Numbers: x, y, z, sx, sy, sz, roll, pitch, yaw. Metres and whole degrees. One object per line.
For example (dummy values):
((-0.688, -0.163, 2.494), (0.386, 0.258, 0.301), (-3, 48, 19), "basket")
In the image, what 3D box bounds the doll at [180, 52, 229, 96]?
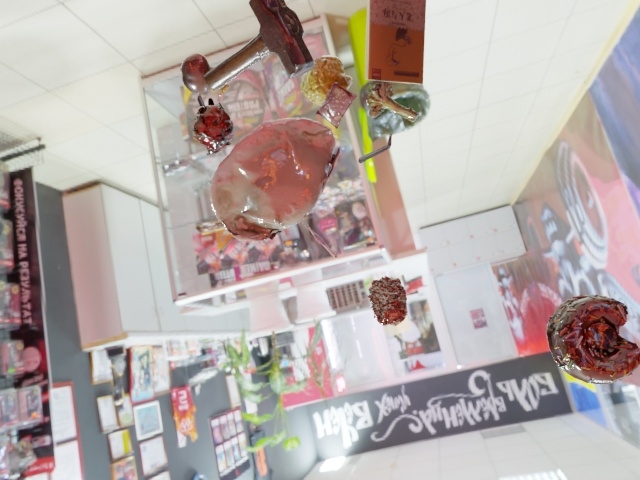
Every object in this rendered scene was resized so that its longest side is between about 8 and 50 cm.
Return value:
((-0.402, -0.561, 1.724), (0.096, 0.188, 0.145), (-58, -175, -39), "doll")

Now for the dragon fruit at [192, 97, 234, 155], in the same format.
((-0.436, -0.458, 2.025), (0.182, 0.182, 0.188), (-20, 126, 26), "dragon fruit")

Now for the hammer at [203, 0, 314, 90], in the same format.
((-0.218, -0.546, 1.485), (0.409, 0.242, 0.095), (-16, -165, 40), "hammer")

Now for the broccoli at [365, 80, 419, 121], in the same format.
((0.260, -0.485, 1.791), (0.122, 0.204, 0.118), (-37, 156, -38), "broccoli")

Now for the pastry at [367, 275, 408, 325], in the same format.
((0.219, 0.194, 1.587), (0.097, 0.208, 0.115), (26, 112, -18), "pastry")

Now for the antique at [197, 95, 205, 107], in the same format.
((-0.489, -0.538, 2.148), (0.015, 0.192, 0.031), (-20, 169, -28), "antique")

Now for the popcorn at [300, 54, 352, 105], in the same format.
((0.042, -0.731, 2.289), (0.252, 0.236, 0.205), (0, 135, -23), "popcorn")

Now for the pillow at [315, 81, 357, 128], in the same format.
((0.064, -0.558, 2.052), (0.118, 0.043, 0.185), (29, 134, -10), "pillow")

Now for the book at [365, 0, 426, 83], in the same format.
((0.274, -0.769, 1.794), (0.269, 0.388, 0.032), (-8, -167, -30), "book")

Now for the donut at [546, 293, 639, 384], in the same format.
((0.690, 0.244, 1.249), (0.216, 0.230, 0.096), (3, 169, 5), "donut")

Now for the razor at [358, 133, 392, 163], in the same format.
((0.207, -0.328, 1.828), (0.190, 0.033, 0.066), (-34, 150, -33), "razor")

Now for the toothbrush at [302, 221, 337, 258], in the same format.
((0.000, 0.000, 1.182), (0.011, 0.013, 0.131), (-38, 119, 11), "toothbrush")

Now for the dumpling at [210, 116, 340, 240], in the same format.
((-0.099, -0.130, 0.993), (0.205, 0.163, 0.293), (35, 105, -20), "dumpling")
